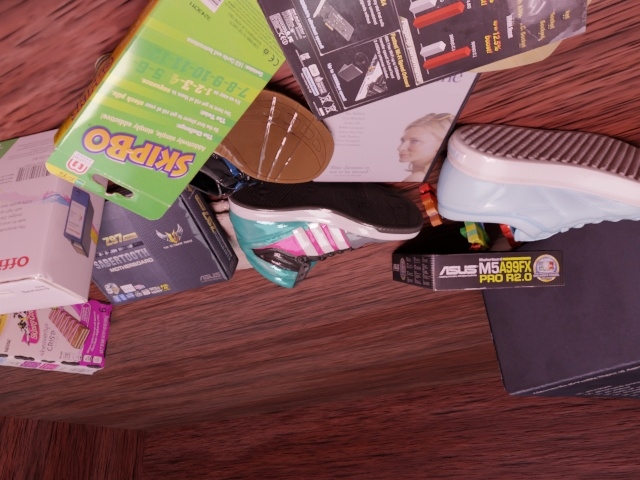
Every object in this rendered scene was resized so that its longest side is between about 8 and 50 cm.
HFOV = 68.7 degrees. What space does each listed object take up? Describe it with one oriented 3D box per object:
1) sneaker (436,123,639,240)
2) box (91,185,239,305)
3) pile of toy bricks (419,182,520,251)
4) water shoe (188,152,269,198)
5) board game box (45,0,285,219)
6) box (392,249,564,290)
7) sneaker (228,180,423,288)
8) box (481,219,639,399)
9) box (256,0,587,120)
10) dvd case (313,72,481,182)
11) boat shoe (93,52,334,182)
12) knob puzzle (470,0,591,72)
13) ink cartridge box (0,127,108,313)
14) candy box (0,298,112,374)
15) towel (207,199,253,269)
[{"bbox_3d":[0.341,-0.067,0.672,0.366,0.135,0.150,10,133,-3],"label":"sneaker"},{"bbox_3d":[-0.272,0.001,0.733,0.233,0.059,0.183,-13,122,15],"label":"box"},{"bbox_3d":[0.255,-0.028,0.782,0.118,0.105,0.212,-25,145,32],"label":"pile of toy bricks"},{"bbox_3d":[-0.123,-0.090,0.643,0.203,0.080,0.073,3,151,-12],"label":"water shoe"},{"bbox_3d":[-0.136,-0.144,0.449,0.259,0.039,0.124,-51,133,7],"label":"board game box"},{"bbox_3d":[0.268,0.050,0.858,0.217,0.060,0.270,-1,178,-4],"label":"box"},{"bbox_3d":[0.000,0.000,0.751,0.296,0.123,0.178,7,136,-5],"label":"sneaker"},{"bbox_3d":[0.673,0.122,0.917,0.472,0.297,0.480,7,150,-23],"label":"box"},{"bbox_3d":[0.050,-0.253,0.325,0.243,0.076,0.307,-15,141,17],"label":"box"},{"bbox_3d":[0.089,-0.156,0.611,0.181,0.022,0.253,0,151,-7],"label":"dvd case"},{"bbox_3d":[-0.110,-0.148,0.547,0.285,0.089,0.104,17,111,-35],"label":"boat shoe"},{"bbox_3d":[0.177,-0.241,0.451,0.213,0.029,0.213,-4,148,-3],"label":"knob puzzle"},{"bbox_3d":[-0.374,-0.022,0.594,0.155,0.212,0.093,-9,151,8],"label":"ink cartridge box"},{"bbox_3d":[-0.592,0.197,1.025,0.234,0.159,0.071,21,141,-39],"label":"candy box"},{"bbox_3d":[-0.243,0.008,0.843,0.283,0.049,0.187,-9,150,11],"label":"towel"}]
